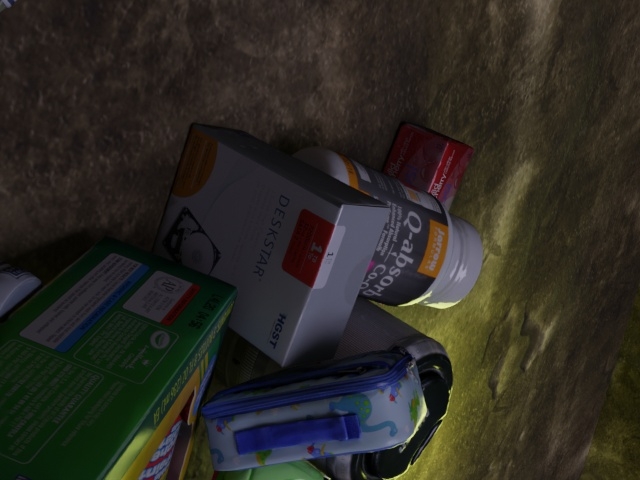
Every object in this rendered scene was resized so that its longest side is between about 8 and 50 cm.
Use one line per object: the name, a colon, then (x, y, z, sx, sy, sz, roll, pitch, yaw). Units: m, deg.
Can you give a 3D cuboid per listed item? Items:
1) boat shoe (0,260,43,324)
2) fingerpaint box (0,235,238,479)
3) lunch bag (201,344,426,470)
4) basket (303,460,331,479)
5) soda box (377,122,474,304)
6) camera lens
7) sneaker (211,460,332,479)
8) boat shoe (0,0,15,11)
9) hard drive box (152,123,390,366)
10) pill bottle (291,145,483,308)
boat shoe: (-0.387, 0.168, 0.677, 0.136, 0.156, 0.367, 84, 28, -80)
fingerpaint box: (-0.247, 0.261, 0.699, 0.445, 0.163, 0.371, -59, 169, -64)
lunch bag: (-0.004, 0.177, 0.847, 0.176, 0.218, 0.090, -6, 83, -73)
basket: (0.023, 0.337, 1.340, 0.167, 0.113, 0.103, -37, 142, -29)
soda box: (0.129, -0.038, 1.218, 0.083, 0.092, 0.263, 2, 113, -51)
camera lens: (0.020, 0.180, 1.077, 0.219, 0.274, 0.220, -31, 136, -35)
sneaker: (-0.085, 0.472, 1.014, 0.185, 0.202, 0.483, -75, -177, -61)
boat shoe: (-0.303, -0.238, 0.515, 0.094, 0.109, 0.302, -53, 148, -7)
hard drive box: (-0.063, -0.001, 0.878, 0.089, 0.232, 0.181, 1, 113, -52)
pill bottle: (0.071, -0.005, 1.044, 0.278, 0.162, 0.162, 19, 100, -35)
